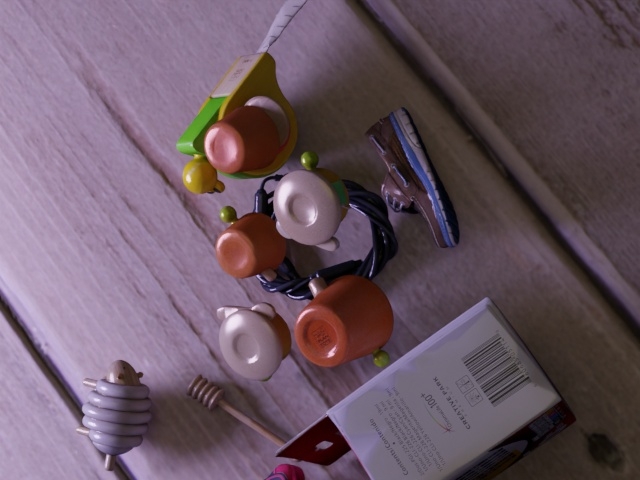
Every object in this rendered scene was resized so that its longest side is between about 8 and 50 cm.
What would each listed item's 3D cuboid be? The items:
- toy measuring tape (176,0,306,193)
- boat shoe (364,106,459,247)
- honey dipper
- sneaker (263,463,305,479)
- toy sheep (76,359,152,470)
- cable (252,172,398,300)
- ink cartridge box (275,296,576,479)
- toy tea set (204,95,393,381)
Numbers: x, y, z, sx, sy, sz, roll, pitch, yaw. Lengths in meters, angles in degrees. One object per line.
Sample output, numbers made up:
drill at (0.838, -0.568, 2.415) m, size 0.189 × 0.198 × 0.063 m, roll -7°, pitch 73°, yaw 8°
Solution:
toy measuring tape at (-0.053, -0.177, 1.982) m, size 0.121 × 0.121 × 0.330 m, roll 30°, pitch 69°, yaw 15°
boat shoe at (0.107, -0.064, 1.940) m, size 0.066 × 0.066 × 0.183 m, roll -26°, pitch 66°, yaw 11°
honey dipper at (-0.086, 0.213, 1.945) m, size 0.161 × 0.030 × 0.030 m, roll 33°, pitch 88°, yaw 11°
sneaker at (0.053, 0.349, 1.844) m, size 0.299 × 0.121 × 0.112 m, roll 22°, pitch 83°, yaw 15°
toy sheep at (-0.242, 0.206, 1.950) m, size 0.091 × 0.091 × 0.132 m, roll 7°, pitch 95°, yaw 13°
cable at (0.000, 0.000, 1.955) m, size 0.184 × 0.047 × 0.150 m, roll 12°, pitch 83°, yaw 13°
ink cartridge box at (0.121, 0.206, 1.757) m, size 0.272 × 0.309 × 0.130 m, roll -35°, pitch 75°, yaw 4°
toy tea set at (-0.023, -0.001, 1.887) m, size 0.200 × 0.124 × 0.336 m, roll 3°, pitch 107°, yaw 32°
